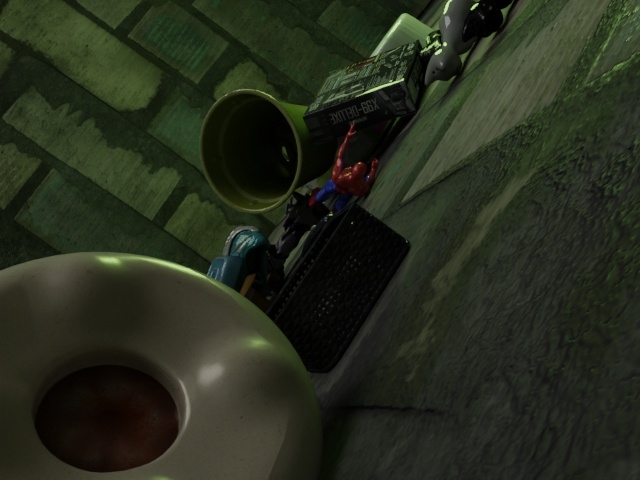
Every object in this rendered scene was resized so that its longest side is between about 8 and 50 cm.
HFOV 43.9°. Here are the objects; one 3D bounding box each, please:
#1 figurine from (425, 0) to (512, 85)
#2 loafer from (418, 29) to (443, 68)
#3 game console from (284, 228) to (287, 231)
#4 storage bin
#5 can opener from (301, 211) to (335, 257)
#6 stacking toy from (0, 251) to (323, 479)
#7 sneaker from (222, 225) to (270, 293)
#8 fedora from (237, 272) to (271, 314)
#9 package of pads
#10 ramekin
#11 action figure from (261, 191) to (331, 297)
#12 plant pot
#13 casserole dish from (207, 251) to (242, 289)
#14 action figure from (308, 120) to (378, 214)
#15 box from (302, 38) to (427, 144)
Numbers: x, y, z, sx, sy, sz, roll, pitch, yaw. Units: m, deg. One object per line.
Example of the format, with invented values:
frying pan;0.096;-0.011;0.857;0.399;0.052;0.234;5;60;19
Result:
figurine;0.272;-0.395;1.445;0.215;0.092;0.209;-48;13;54
loafer;0.282;-0.455;1.860;0.061;0.062;0.170;-24;26;32
game console;-0.051;-0.055;2.389;0.122;0.071;0.107;-58;-23;-34
storage bin;0.012;0.056;0.926;0.180;0.084;0.122;-57;7;-15
can opener;0.000;0.000;1.449;0.073;0.059;0.186;-57;7;-23
stacking toy;-0.216;0.281;0.754;0.350;0.350;0.480;-62;-7;-50
sneaker;-0.175;0.105;1.774;0.110;0.107;0.275;21;106;45
fedora;-0.158;0.166;1.657;0.194;0.079;0.194;-62;6;12
package of pads;0.083;-0.257;2.041;0.296;0.101;0.229;-48;8;50
ramekin;0.209;-0.490;2.194;0.277;0.135;0.277;-53;6;8
action figure;-0.092;0.023;1.882;0.285;0.099;0.185;-59;15;-8
plant pot;-0.095;-0.218;1.853;0.276;0.276;0.254;-51;-16;30
casserole dish;-0.222;0.107;1.691;0.114;0.037;0.188;-6;62;62
action figure;0.057;-0.138;1.603;0.139;0.091;0.280;-65;8;-12
box;0.110;-0.343;1.809;0.242;0.076;0.307;-16;25;21
